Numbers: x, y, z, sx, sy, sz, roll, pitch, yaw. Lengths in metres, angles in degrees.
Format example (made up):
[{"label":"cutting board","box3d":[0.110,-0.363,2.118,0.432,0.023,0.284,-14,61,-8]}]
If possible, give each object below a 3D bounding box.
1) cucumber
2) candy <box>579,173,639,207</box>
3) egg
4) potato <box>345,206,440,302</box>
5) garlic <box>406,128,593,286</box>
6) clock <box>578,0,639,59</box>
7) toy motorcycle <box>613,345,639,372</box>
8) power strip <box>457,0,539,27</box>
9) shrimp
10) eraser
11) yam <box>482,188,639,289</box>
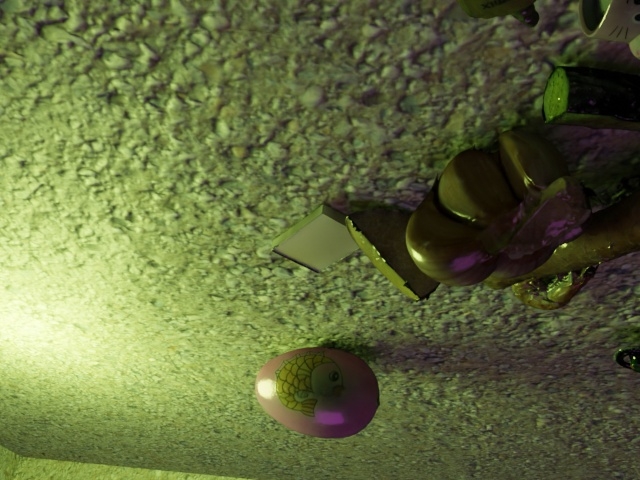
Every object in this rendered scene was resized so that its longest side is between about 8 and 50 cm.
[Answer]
[{"label":"cucumber","box3d":[0.362,-0.155,0.713,0.211,0.062,0.078,4,180,-2]},{"label":"candy","box3d":[0.433,-0.069,0.830,0.226,0.051,0.094,-13,133,28]},{"label":"egg","box3d":[-0.008,0.328,1.391,0.271,0.196,0.196,-9,143,19]},{"label":"potato","box3d":[0.119,0.008,0.998,0.172,0.100,0.089,45,168,1]},{"label":"garlic","box3d":[0.224,-0.025,0.804,0.160,0.191,0.214,36,109,-27]},{"label":"clock","box3d":[0.275,-0.236,0.558,0.050,0.110,0.152,3,145,4]},{"label":"toy motorcycle","box3d":[0.658,0.191,1.100,0.187,0.124,0.274,25,144,-7]},{"label":"power strip","box3d":[0.097,-0.314,0.526,0.092,0.066,0.387,-15,140,36]},{"label":"shrimp","box3d":[0.385,0.062,1.052,0.099,0.041,0.180,29,145,-4]},{"label":"eraser","box3d":[0.000,0.000,1.053,0.104,0.023,0.150,27,142,-26]},{"label":"yam","box3d":[0.336,0.002,0.874,0.081,0.081,0.357,22,156,-18]}]
